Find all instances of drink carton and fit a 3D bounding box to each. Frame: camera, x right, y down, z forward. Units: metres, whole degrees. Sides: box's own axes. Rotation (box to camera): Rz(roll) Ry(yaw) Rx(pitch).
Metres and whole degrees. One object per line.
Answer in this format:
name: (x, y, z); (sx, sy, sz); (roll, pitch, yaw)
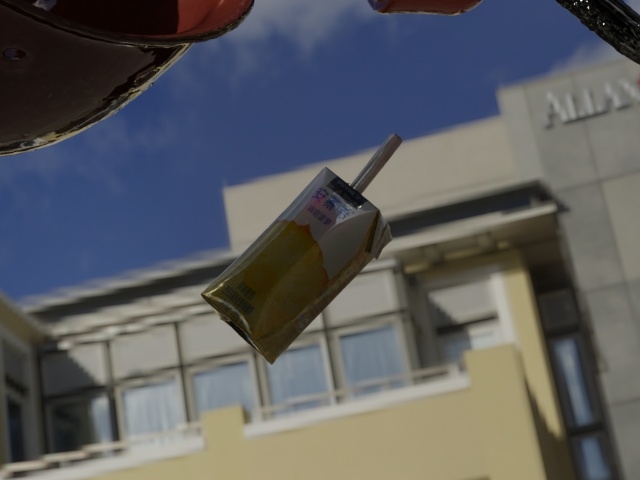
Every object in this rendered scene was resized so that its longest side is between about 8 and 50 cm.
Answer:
drink carton: (0.000, 0.000, 1.285); (0.200, 0.084, 0.074); (-45, -29, -9)

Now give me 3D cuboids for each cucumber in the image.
cucumber: (0.276, -0.180, 1.406); (0.043, 0.163, 0.039); (-39, -24, -19)

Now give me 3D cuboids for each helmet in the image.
helmet: (-0.234, -0.191, 1.057); (0.337, 0.385, 0.230); (35, -60, -13)

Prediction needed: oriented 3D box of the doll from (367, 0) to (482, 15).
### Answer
doll: (0.103, -0.312, 1.635); (0.363, 0.182, 0.160); (2, -48, -9)
